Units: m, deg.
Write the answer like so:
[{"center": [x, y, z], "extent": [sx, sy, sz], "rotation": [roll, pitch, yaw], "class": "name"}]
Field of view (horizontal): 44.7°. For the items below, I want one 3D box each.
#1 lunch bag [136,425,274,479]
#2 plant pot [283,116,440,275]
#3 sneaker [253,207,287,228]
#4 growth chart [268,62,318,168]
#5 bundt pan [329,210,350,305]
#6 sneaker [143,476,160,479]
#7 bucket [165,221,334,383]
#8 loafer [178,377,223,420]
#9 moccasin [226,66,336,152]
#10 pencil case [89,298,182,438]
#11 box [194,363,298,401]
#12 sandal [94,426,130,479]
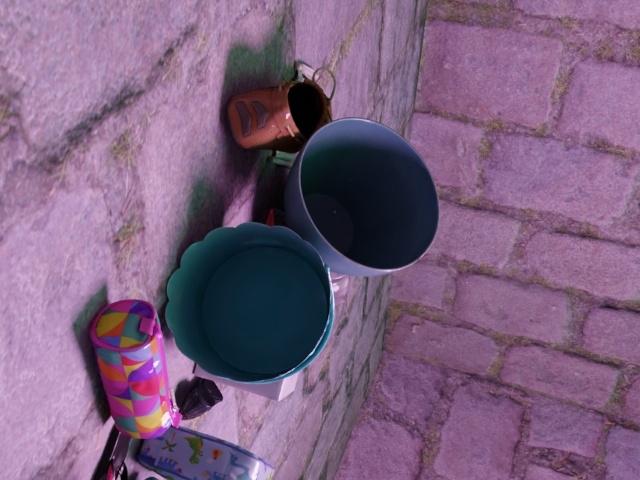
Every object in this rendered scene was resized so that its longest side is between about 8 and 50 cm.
[{"center": [-0.195, 0.394, 1.358], "extent": [0.176, 0.218, 0.090], "rotation": [75, 33, -66], "class": "lunch bag"}, {"center": [0.047, -0.054, 1.448], "extent": [0.195, 0.290, 0.290], "rotation": [-35, -152, 55], "class": "plant pot"}, {"center": [-0.098, 0.061, 1.662], "extent": [0.125, 0.104, 0.262], "rotation": [-27, 130, -75], "class": "sneaker"}, {"center": [-0.052, -0.265, 1.677], "extent": [0.172, 0.021, 0.237], "rotation": [21, 83, -77], "class": "growth chart"}, {"center": [0.000, 0.000, 1.698], "extent": [0.331, 0.124, 0.331], "rotation": [-179, -90, -83], "class": "bundt pan"}, {"center": [-0.294, 0.452, 1.307], "extent": [0.275, 0.107, 0.110], "rotation": [101, -4, -72], "class": "sneaker"}, {"center": [-0.108, 0.113, 1.335], "extent": [0.183, 0.281, 0.281], "rotation": [61, 45, -79], "class": "bucket"}, {"center": [-0.232, 0.303, 1.498], "extent": [0.061, 0.062, 0.170], "rotation": [-36, 174, 3], "class": "loafer"}, {"center": [-0.040, -0.242, 1.449], "extent": [0.380, 0.147, 0.139], "rotation": [-11, 89, -72], "class": "moccasin"}, {"center": [-0.264, 0.191, 1.128], "extent": [0.236, 0.104, 0.104], "rotation": [90, 20, -46], "class": "pencil case"}, {"center": [-0.125, 0.194, 1.515], "extent": [0.119, 0.180, 0.182], "rotation": [0, 104, -76], "class": "box"}, {"center": [-0.320, 0.369, 1.206], "extent": [0.067, 0.040, 0.179], "rotation": [60, 46, -74], "class": "sandal"}]
